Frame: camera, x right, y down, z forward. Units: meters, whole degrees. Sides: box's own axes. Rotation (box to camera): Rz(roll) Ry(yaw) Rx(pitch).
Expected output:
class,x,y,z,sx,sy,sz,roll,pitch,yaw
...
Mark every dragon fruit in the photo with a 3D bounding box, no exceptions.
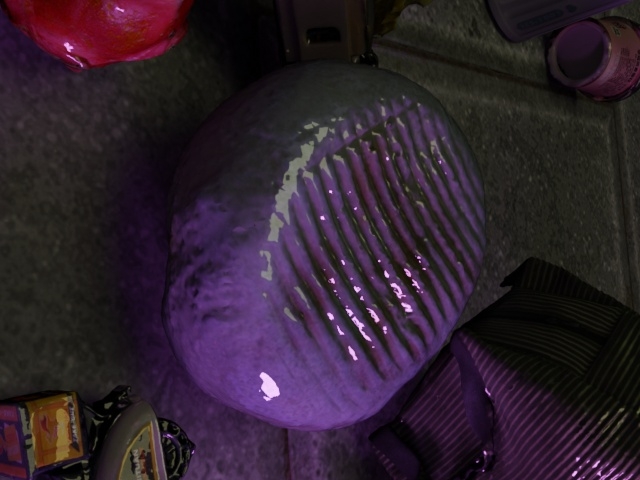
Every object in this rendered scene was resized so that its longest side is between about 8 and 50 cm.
class,x,y,z,sx,sy,sz,roll,pitch,yaw
dragon fruit,-0.160,-0.265,0.670,0.198,0.200,0.269,15,83,-30

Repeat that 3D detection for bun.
class,x,y,z,sx,sy,sz,roll,pitch,yaw
bun,0.000,0.000,0.815,0.361,0.211,0.362,-7,101,-39

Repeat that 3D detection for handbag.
class,x,y,z,sx,sy,sz,roll,pitch,yaw
handbag,0.223,0.200,0.942,0.240,0.341,0.247,39,41,12

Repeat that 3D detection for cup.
class,x,y,z,sx,sy,sz,roll,pitch,yaw
cup,0.366,-0.419,1.322,0.221,0.202,0.167,-6,87,-51

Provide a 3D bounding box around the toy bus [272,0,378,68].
class,x,y,z,sx,sy,sz,roll,pitch,yaw
toy bus,0.001,-0.244,0.824,0.317,0.112,0.138,87,1,-60

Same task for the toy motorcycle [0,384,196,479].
class,x,y,z,sx,sy,sz,roll,pitch,yaw
toy motorcycle,-0.174,0.247,0.689,0.157,0.090,0.263,-6,88,-42

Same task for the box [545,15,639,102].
class,x,y,z,sx,sy,sz,roll,pitch,yaw
box,0.481,-0.323,1.493,0.135,0.151,0.151,-2,86,-41

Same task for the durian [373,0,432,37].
class,x,y,z,sx,sy,sz,roll,pitch,yaw
durian,0.084,-0.335,0.964,0.306,0.166,0.172,-160,-135,-88
